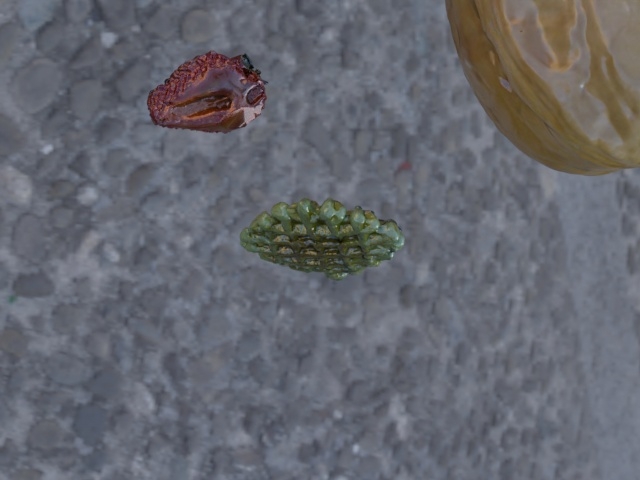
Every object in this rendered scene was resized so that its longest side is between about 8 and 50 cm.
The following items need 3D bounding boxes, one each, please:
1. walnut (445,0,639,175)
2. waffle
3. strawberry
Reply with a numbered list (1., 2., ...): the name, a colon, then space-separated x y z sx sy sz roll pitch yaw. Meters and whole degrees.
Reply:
1. walnut: 0.158 -0.139 0.748 0.159 0.159 0.206 -13 79 -47
2. waffle: 0.000 0.000 1.407 0.169 0.183 0.036 17 63 -24
3. strawberry: -0.130 -0.169 1.449 0.152 0.048 0.104 -25 120 -18
